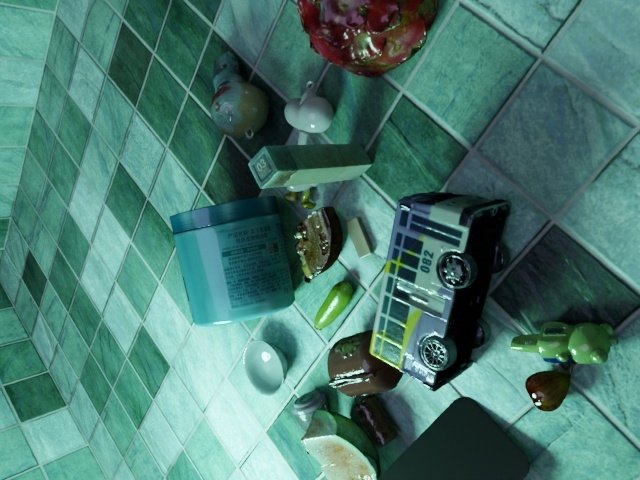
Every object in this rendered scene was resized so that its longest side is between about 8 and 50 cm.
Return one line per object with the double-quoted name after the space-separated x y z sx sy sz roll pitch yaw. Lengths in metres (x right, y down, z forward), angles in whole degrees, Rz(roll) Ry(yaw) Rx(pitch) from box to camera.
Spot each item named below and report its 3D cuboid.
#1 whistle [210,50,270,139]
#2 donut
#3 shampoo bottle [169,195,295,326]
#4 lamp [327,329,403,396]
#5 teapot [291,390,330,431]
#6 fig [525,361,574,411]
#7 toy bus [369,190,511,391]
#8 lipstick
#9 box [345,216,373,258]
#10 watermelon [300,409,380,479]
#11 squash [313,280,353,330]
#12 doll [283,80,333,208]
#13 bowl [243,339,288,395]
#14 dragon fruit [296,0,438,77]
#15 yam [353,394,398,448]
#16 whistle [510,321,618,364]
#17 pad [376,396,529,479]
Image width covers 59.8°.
-0.279 -0.460 1.744 0.189 0.189 0.348 -41 61 38 "whistle"
0.006 0.009 1.605 0.144 0.126 0.187 -22 88 34 "donut"
-0.263 0.061 1.710 0.331 0.331 0.343 -10 93 41 "shampoo bottle"
0.118 0.343 1.534 0.258 0.180 0.180 -26 81 40 "lamp"
-0.029 0.559 1.748 0.148 0.116 0.146 -19 96 37 "teapot"
0.529 0.326 1.254 0.125 0.089 0.089 -37 73 15 "fig"
0.279 0.096 1.333 0.249 0.209 0.440 23 114 37 "toy bus"
-0.013 -0.193 1.417 0.079 0.371 0.076 -40 72 38 "lipstick"
0.112 -0.008 1.576 0.048 0.025 0.115 -28 80 35 "box"
0.079 0.636 1.610 0.305 0.180 0.224 62 174 -16 "watermelon"
0.034 0.198 1.654 0.066 0.066 0.201 48 125 23 "squash"
-0.048 -0.277 1.619 0.160 0.094 0.365 26 114 38 "doll"
-0.165 0.410 1.852 0.189 0.086 0.189 9 105 38 "bowl"
0.085 -0.600 1.357 0.370 0.249 0.387 9 106 34 "dragon fruit"
0.158 0.516 1.602 0.079 0.079 0.141 -42 73 37 "yam"
0.528 0.227 1.217 0.227 0.105 0.085 -12 120 43 "whistle"
0.312 0.586 1.435 0.375 0.063 0.315 -47 53 6 "pad"
